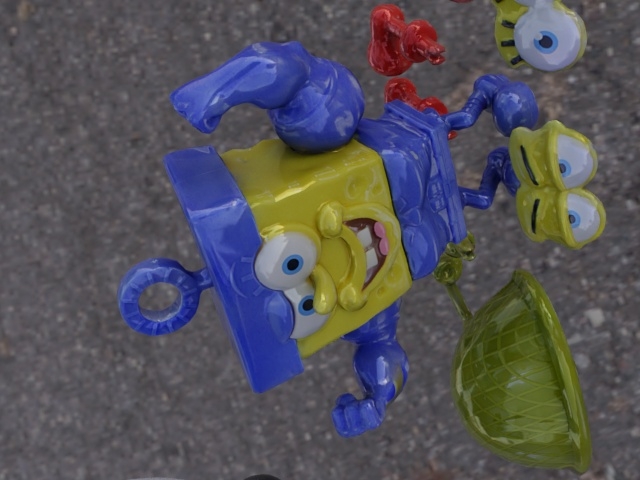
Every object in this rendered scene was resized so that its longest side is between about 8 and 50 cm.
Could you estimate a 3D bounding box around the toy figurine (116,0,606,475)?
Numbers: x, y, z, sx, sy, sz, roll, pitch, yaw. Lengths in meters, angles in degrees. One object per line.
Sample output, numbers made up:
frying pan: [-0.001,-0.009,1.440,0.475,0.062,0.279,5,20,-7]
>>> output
toy figurine: [0.000,0.000,0.646,0.191,0.217,0.363,47,158,50]

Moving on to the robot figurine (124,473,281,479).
robot figurine: [-0.059,0.242,0.622,0.209,0.173,0.278,-117,6,-56]
